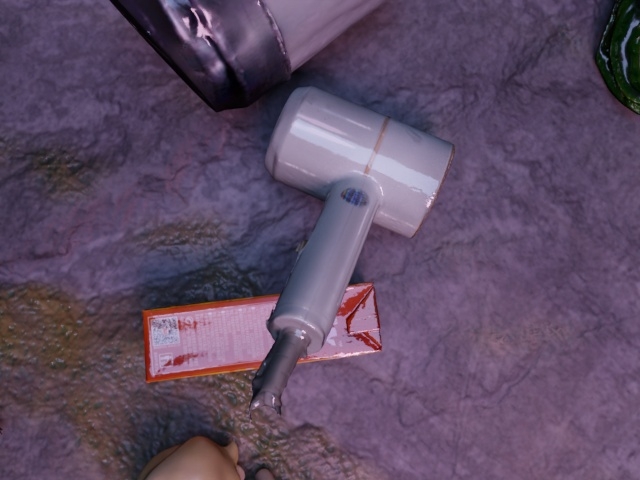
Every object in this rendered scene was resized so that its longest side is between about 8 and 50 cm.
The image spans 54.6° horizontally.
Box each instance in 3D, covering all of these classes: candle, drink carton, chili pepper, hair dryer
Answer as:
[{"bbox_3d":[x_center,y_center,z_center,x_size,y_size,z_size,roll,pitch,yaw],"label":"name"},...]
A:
[{"bbox_3d":[-0.035,-0.292,0.598,0.343,0.221,0.221,-39,86,-5],"label":"candle"},{"bbox_3d":[-0.055,0.089,0.620,0.223,0.096,0.070,-6,84,-2],"label":"drink carton"},{"bbox_3d":[0.352,-0.230,0.685,0.073,0.050,0.182,17,86,-6],"label":"chili pepper"},{"bbox_3d":[0.000,0.000,0.546,0.173,0.107,0.357,22,46,3],"label":"hair dryer"}]

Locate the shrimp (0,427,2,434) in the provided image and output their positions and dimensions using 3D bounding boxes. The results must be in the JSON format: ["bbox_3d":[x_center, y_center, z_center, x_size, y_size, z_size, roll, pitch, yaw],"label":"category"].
[{"bbox_3d":[-0.384,0.190,0.640,0.114,0.023,0.083,26,87,7],"label":"shrimp"}]

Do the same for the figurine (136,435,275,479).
[{"bbox_3d":[-0.087,0.269,0.610,0.196,0.108,0.114,25,94,-16],"label":"figurine"}]
